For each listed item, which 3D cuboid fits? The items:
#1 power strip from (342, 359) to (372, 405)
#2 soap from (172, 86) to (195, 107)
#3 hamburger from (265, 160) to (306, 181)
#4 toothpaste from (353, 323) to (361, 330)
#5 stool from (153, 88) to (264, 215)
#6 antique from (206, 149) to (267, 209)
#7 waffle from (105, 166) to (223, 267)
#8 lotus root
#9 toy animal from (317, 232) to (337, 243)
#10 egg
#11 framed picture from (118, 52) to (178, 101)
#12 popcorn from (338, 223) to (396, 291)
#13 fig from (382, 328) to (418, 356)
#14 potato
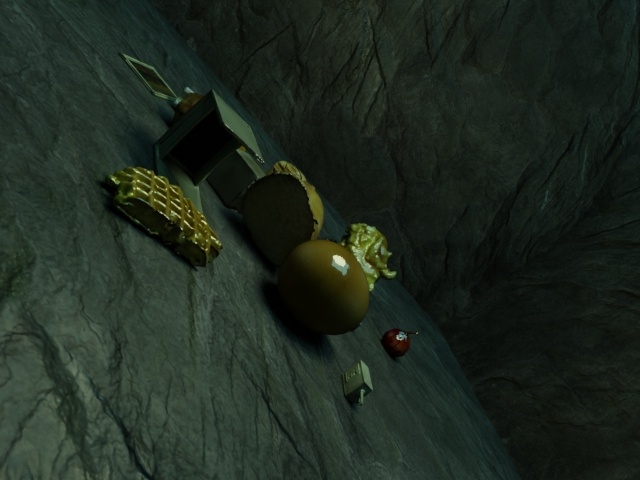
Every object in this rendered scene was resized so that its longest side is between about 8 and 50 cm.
[{"bbox_3d":[0.104,0.406,1.310,0.042,0.075,0.175,49,10,-16],"label":"power strip"},{"bbox_3d":[-0.432,-0.461,1.870,0.289,0.095,0.173,43,4,0],"label":"soap"},{"bbox_3d":[-0.162,-0.240,2.044,0.108,0.213,0.214,36,18,-47],"label":"hamburger"},{"bbox_3d":[0.080,0.251,1.799,0.193,0.044,0.070,57,13,31],"label":"toothpaste"},{"bbox_3d":[-0.317,-0.244,1.309,0.170,0.243,0.270,42,14,-38],"label":"stool"},{"bbox_3d":[-0.277,-0.206,1.596,0.147,0.152,0.148,51,14,11],"label":"antique"},{"bbox_3d":[-0.343,-0.058,1.076,0.283,0.065,0.309,52,12,10],"label":"waffle"},{"bbox_3d":[-0.391,-0.377,1.677,0.291,0.193,0.193,41,12,-4],"label":"lotus root"},{"bbox_3d":[0.000,-0.004,2.136,0.121,0.117,0.210,25,29,-51],"label":"toy animal"},{"bbox_3d":[0.016,0.141,1.366,0.322,0.250,0.250,50,9,-36],"label":"egg"},{"bbox_3d":[-0.651,-0.625,1.822,0.197,0.014,0.252,51,11,-2],"label":"framed picture"},{"bbox_3d":[0.200,0.085,2.271,0.279,0.274,0.336,159,-69,-70],"label":"popcorn"},{"bbox_3d":[0.331,0.430,2.016,0.128,0.151,0.129,14,40,-12],"label":"fig"},{"bbox_3d":[-0.095,-0.087,1.547,0.237,0.288,0.301,-28,95,-62],"label":"potato"}]
